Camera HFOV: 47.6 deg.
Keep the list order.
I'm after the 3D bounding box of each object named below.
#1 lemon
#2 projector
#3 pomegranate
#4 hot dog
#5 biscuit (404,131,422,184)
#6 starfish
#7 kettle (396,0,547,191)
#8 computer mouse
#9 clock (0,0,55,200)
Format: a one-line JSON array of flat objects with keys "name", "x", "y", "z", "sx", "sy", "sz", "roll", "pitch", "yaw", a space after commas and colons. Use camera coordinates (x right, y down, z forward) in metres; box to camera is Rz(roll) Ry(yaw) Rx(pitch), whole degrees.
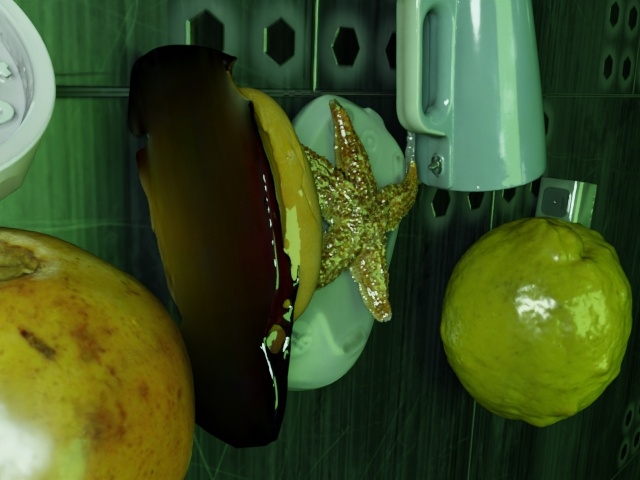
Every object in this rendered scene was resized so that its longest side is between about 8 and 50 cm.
[{"name": "lemon", "x": 0.307, "y": 0.122, "z": 1.057, "sx": 0.285, "sy": 0.285, "sz": 0.316, "roll": 1, "pitch": 127, "yaw": -49}, {"name": "projector", "x": 0.431, "y": -0.065, "z": 1.277, "sx": 0.083, "sy": 0.083, "sz": 0.082, "roll": 1, "pitch": 99, "yaw": -49}, {"name": "pomegranate", "x": -0.213, "y": 0.123, "z": 0.465, "sx": 0.264, "sy": 0.264, "sz": 0.264, "roll": -16, "pitch": 112, "yaw": -46}, {"name": "hot dog", "x": -0.077, "y": -0.001, "z": 0.644, "sx": 0.107, "sy": 0.194, "sz": 0.326, "roll": -5, "pitch": 99, "yaw": -54}, {"name": "biscuit", "x": 0.180, "y": -0.212, "z": 0.985, "sx": 0.141, "sy": 0.038, "sz": 0.289, "roll": 2, "pitch": 99, "yaw": -49}, {"name": "starfish", "x": 0.041, "y": -0.033, "z": 0.753, "sx": 0.240, "sy": 0.043, "sz": 0.227, "roll": -39, "pitch": 113, "yaw": -43}, {"name": "kettle", "x": 0.160, "y": -0.186, "z": 0.829, "sx": 0.211, "sy": 0.160, "sz": 0.243, "roll": -25, "pitch": 119, "yaw": -32}, {"name": "computer mouse", "x": -0.005, "y": 0.000, "z": 0.793, "sx": 0.197, "sy": 0.095, "sz": 0.330, "roll": 40, "pitch": 60, "yaw": -37}, {"name": "clock", "x": -0.258, "y": -0.091, "z": 0.409, "sx": 0.197, "sy": 0.068, "sz": 0.197, "roll": 21, "pitch": 47, "yaw": -25}]
